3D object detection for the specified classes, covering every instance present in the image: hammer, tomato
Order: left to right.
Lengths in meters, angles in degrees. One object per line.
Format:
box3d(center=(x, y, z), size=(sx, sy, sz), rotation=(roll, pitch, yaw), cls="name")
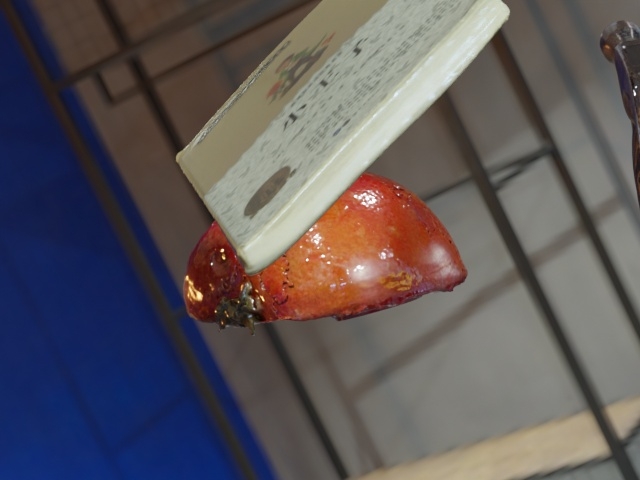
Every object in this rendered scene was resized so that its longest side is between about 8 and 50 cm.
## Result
box3d(center=(0.000, 0.000, 1.170), size=(0.173, 0.099, 0.189), rotation=(-16, 9, -40), cls="tomato")
box3d(center=(0.244, -0.002, 1.246), size=(0.037, 0.290, 0.137), rotation=(-10, 26, 2), cls="hammer")

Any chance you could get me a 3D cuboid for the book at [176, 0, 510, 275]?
box3d(center=(0.001, -0.061, 0.720), size=(0.138, 0.016, 0.199), rotation=(-46, 17, 2), cls="book")
